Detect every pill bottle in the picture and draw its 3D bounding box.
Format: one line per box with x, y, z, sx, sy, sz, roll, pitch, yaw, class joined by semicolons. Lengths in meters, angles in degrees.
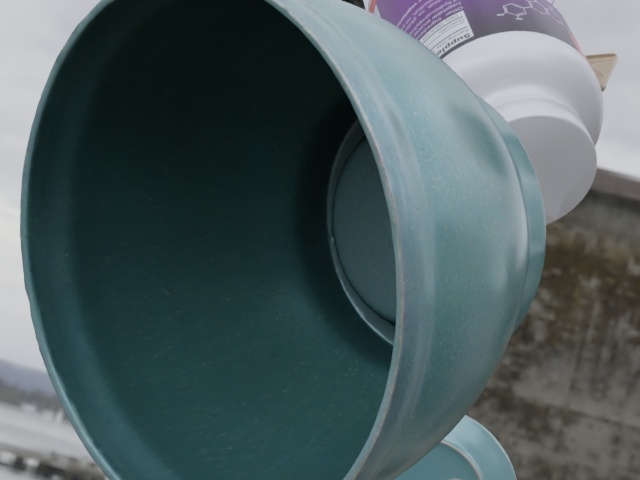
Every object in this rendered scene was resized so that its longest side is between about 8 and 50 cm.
0.156;-0.155;1.378;0.181;0.181;0.323;20;32;-24;pill bottle

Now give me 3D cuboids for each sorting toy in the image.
0.267;-0.172;1.534;0.083;0.062;0.012;-2;-49;30;sorting toy

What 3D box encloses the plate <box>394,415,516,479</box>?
0.124;0.275;1.595;0.188;0.188;0.024;11;10;25;plate

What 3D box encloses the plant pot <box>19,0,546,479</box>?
0.000;0.000;0.803;0.196;0.293;0.293;-9;10;-44;plant pot

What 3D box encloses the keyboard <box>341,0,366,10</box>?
-0.035;-0.247;1.744;0.033;0.201;0.317;43;-25;61;keyboard
